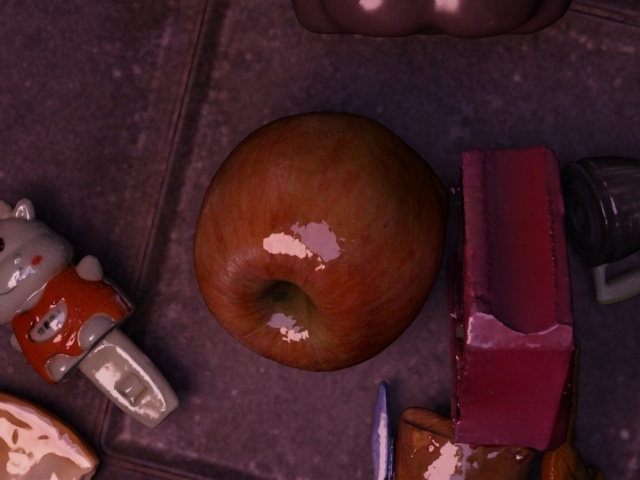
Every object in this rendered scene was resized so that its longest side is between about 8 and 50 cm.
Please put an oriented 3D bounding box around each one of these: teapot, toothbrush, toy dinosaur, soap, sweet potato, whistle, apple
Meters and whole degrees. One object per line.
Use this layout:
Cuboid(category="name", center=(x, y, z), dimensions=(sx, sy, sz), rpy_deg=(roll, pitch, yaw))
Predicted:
Cuboid(category="teapot", center=(0.260, -0.020, 1.519), dimensions=(0.090, 0.124, 0.092), rpy_deg=(-14, 48, -13))
Cuboid(category="toothbrush", center=(0.046, 0.330, 1.559), dimensions=(0.042, 0.035, 0.413), rpy_deg=(4, 92, 9))
Cuboid(category="toy dinosaur", center=(0.205, 0.183, 1.496), dimensions=(0.039, 0.126, 0.162), rpy_deg=(1, 108, 25))
Cuboid(category="soap", center=(0.153, 0.030, 1.459), dimensions=(0.099, 0.162, 0.250), rpy_deg=(-2, 49, 4))
Cuboid(category="sweet potato", center=(0.118, 0.315, 1.512), dimensions=(0.131, 0.131, 0.337), rpy_deg=(4, 92, 4))
Cuboid(category="whistle", center=(-0.224, 0.066, 1.541), dimensions=(0.253, 0.106, 0.102), rpy_deg=(46, 135, 1))
Cuboid(category="apple", center=(0.000, 0.000, 1.468), dimensions=(0.211, 0.188, 0.211), rpy_deg=(9, 131, 11))

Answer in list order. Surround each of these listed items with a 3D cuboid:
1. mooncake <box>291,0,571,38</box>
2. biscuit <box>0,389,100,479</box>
Cuboid(category="mooncake", center=(0.094, -0.234, 1.442), dimensions=(0.245, 0.245, 0.133), rpy_deg=(0, 99, 4))
Cuboid(category="biscuit", center=(-0.360, 0.249, 1.584), dimensions=(0.204, 0.040, 0.309), rpy_deg=(41, 94, 2))
